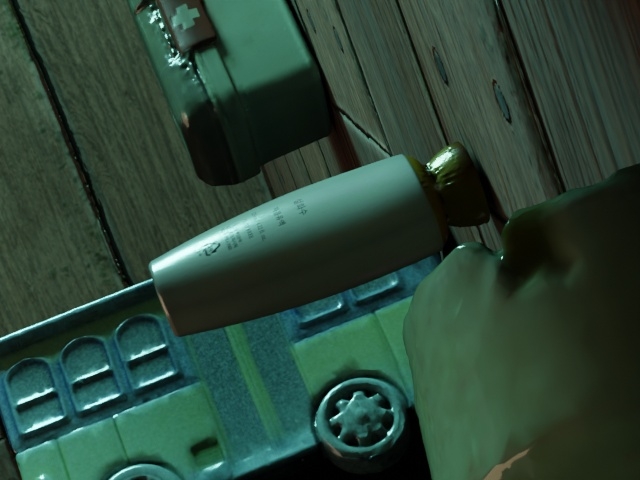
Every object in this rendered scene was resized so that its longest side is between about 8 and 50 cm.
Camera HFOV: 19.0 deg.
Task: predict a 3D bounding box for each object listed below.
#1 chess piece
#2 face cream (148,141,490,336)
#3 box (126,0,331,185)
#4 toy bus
[{"bbox_3d":[0.107,0.136,0.449,0.194,0.195,0.299,75,-179,-59],"label":"chess piece"},{"bbox_3d":[0.000,0.000,1.022,0.072,0.182,0.051,-116,6,-52],"label":"face cream"},{"bbox_3d":[-0.083,-0.165,1.673,0.148,0.129,0.210,77,170,-63],"label":"box"},{"bbox_3d":[-0.041,0.111,1.230,0.152,0.312,0.190,74,173,-57],"label":"toy bus"}]
